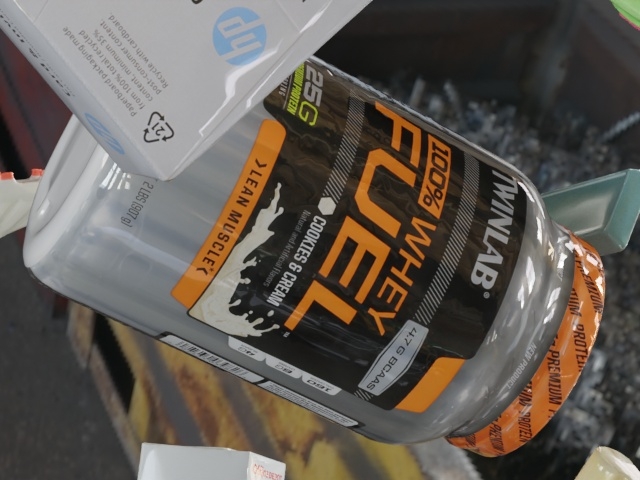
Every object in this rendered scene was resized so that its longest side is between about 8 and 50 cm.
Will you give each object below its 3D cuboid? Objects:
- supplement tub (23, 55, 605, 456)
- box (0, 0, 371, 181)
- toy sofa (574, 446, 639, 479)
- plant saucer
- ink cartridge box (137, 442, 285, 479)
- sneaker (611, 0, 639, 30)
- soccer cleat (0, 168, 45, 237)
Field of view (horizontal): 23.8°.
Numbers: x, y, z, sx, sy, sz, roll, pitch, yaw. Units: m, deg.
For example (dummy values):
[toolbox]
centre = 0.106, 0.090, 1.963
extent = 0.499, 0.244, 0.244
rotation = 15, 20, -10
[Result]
[supplement tub]
centre = 0.000, 0.000, 0.911
extent = 0.316, 0.193, 0.193
rotation = 26, 33, -18
[box]
centre = -0.018, -0.128, 0.355
extent = 0.186, 0.145, 0.038
rotation = -44, 21, -14
[toy sofa]
centre = 0.280, 0.215, 1.000
extent = 0.362, 0.150, 0.177
rotation = 9, 31, -36
[plant saucer]
centre = 0.152, -0.007, 1.075
extent = 0.018, 0.192, 0.067
rotation = 39, 61, -23
[ink cartridge box]
centre = -0.121, 0.310, 1.612
extent = 0.127, 0.128, 0.176
rotation = 3, 76, 17
[sneaker]
centre = 0.356, -0.222, 0.963
extent = 0.483, 0.202, 0.185
rotation = 2, 34, -7
[soccer cleat]
centre = -0.284, -0.008, 1.186
extent = 0.196, 0.076, 0.068
rotation = -14, 8, -20
